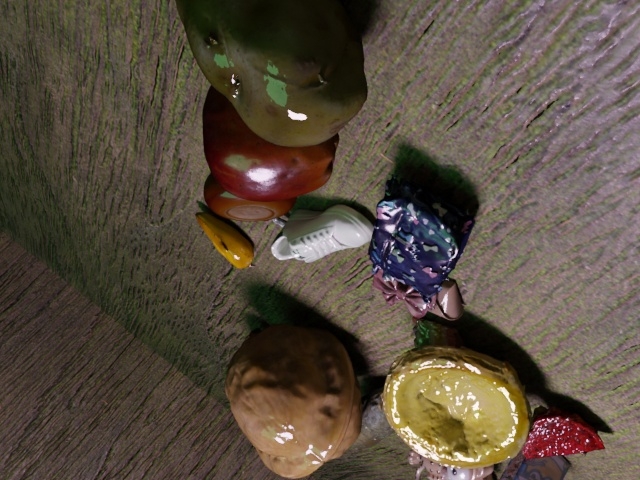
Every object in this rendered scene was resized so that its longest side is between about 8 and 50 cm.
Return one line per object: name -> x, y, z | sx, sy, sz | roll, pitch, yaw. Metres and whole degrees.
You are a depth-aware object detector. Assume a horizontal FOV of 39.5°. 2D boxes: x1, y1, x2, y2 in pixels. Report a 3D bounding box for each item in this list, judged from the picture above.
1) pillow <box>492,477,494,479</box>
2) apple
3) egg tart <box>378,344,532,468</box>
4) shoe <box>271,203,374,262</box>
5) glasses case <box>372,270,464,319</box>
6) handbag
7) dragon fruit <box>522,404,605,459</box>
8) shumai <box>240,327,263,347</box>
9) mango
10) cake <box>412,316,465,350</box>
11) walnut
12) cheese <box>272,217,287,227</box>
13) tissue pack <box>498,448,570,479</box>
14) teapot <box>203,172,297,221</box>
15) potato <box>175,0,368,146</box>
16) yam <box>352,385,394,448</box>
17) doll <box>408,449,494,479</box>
pillow -> 0.412, 0.645, 2.378 | 0.093, 0.051, 0.241 | 38, 155, 1
apple -> -0.080, -0.165, 1.422 | 0.234, 0.234, 0.234 | 32, 156, 16
egg tart -> 0.275, 0.314, 1.774 | 0.315, 0.120, 0.315 | 11, 123, 17
shoe -> 0.000, 0.000, 1.728 | 0.095, 0.110, 0.265 | 50, 157, -22
glasses case -> 0.169, 0.090, 1.691 | 0.193, 0.070, 0.102 | 21, 150, 36
handbag -> 0.159, -0.004, 1.481 | 0.162, 0.113, 0.260 | 28, 155, 12
dragon fruit -> 0.466, 0.360, 1.745 | 0.162, 0.083, 0.106 | -13, 119, 30
shumai -> -0.134, 0.347, 2.518 | 0.175, 0.166, 0.206 | 14, 173, 29
mango -> -0.224, -0.002, 2.114 | 0.187, 0.066, 0.101 | 42, 165, 7
cake -> 0.262, 0.244, 1.878 | 0.109, 0.090, 0.225 | 20, 132, 38
walnut -> -0.066, 0.387, 2.218 | 0.383, 0.383, 0.383 | 32, 156, 16
cheese -> -0.124, -0.064, 1.885 | 0.162, 0.036, 0.086 | 30, 157, 21
tissue pack -> 0.458, 0.512, 1.933 | 0.115, 0.155, 0.065 | 44, 157, -14
teapot -> -0.127, -0.107, 1.723 | 0.178, 0.135, 0.252 | 1, 166, 11
potato -> -0.078, -0.283, 1.226 | 0.351, 0.202, 0.218 | 44, 172, 22
yam -> 0.147, 0.451, 2.317 | 0.133, 0.133, 0.330 | 38, 153, 3
doll -> 0.329, 0.582, 2.281 | 0.119, 0.154, 0.278 | -1, -178, -35
